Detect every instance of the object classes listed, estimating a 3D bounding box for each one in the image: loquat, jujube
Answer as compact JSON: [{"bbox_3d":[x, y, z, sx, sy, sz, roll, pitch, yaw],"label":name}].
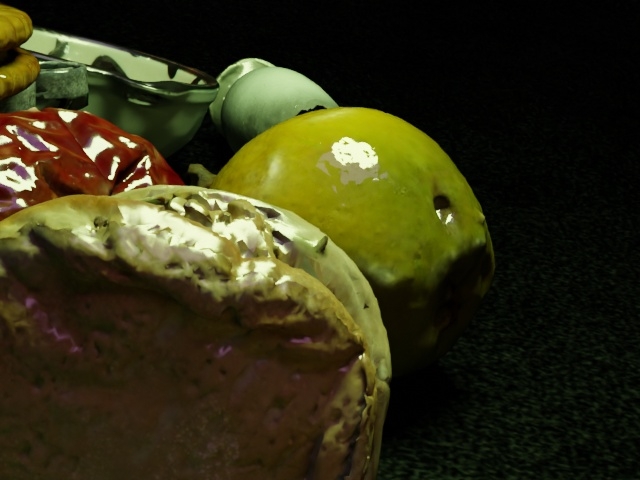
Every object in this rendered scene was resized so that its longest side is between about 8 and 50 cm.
[{"bbox_3d":[0.000,0.000,1.067,0.246,0.213,0.213,23,24,24],"label":"loquat"},{"bbox_3d":[-0.196,0.023,0.898,0.213,0.213,0.232,22,25,30],"label":"jujube"}]

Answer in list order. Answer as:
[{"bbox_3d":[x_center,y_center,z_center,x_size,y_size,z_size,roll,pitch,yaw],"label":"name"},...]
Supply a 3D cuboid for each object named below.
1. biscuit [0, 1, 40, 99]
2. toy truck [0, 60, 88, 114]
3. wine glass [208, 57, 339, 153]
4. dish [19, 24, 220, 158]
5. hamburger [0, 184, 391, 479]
[{"bbox_3d":[-0.305,-0.131,0.994,0.220,0.066,0.220,1,18,0],"label":"biscuit"},{"bbox_3d":[-0.310,-0.041,1.098,0.178,0.176,0.363,10,18,27],"label":"toy truck"},{"bbox_3d":[-0.041,-0.121,1.487,0.111,0.111,0.204,0,20,-24],"label":"wine glass"},{"bbox_3d":[-0.241,-0.128,1.374,0.303,0.120,0.303,14,11,-3],"label":"dish"},{"bbox_3d":[-0.096,0.100,0.716,0.286,0.243,0.146,-30,0,4],"label":"hamburger"}]
